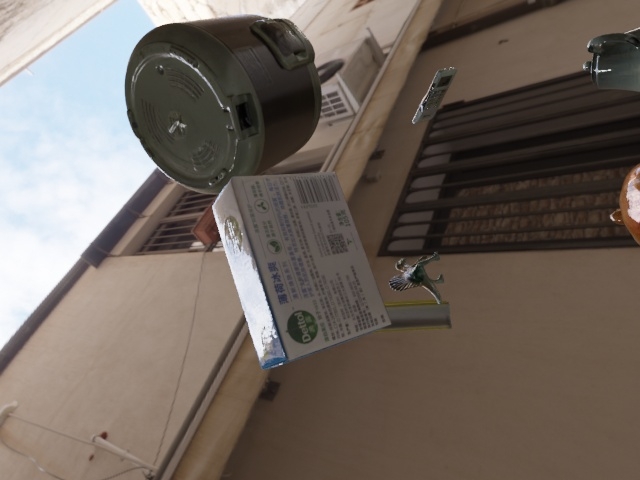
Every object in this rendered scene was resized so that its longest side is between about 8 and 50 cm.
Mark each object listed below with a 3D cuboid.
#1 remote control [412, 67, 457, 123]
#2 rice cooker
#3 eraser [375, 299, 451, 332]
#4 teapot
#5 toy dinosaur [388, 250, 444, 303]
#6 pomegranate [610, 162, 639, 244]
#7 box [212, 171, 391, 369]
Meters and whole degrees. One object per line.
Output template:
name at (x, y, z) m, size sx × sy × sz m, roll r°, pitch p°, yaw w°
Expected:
remote control at (0.296, -0.380, 1.105) m, size 0.065 × 0.166 × 0.029 m, roll -20°, pitch -118°, yaw -26°
rice cooker at (-0.180, -0.290, 0.854) m, size 0.325 × 0.335 × 0.335 m, roll -45°, pitch -59°, yaw -48°
eraser at (0.189, 0.182, 1.012) m, size 0.158 × 0.226 × 0.069 m, roll 86°, pitch -179°, yaw -82°
teapot at (0.754, -0.461, 1.065) m, size 0.239 × 0.149 × 0.162 m, roll 9°, pitch -87°, yaw -47°
toy dinosaur at (0.184, 0.075, 0.817) m, size 0.044 × 0.106 × 0.187 m, roll 62°, pitch -153°, yaw -28°
pomegranate at (0.795, -0.081, 0.926) m, size 0.252 × 0.270 × 0.229 m, roll 49°, pitch -120°, yaw -2°
box at (-0.022, 0.026, 0.466) m, size 0.139 × 0.073 × 0.194 m, roll -10°, pitch -106°, yaw -35°
